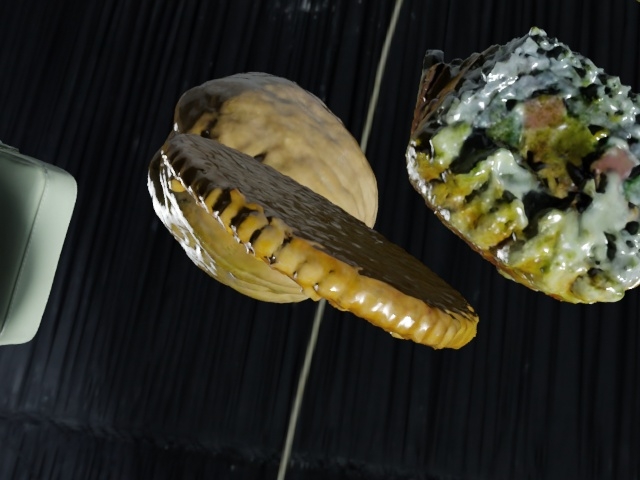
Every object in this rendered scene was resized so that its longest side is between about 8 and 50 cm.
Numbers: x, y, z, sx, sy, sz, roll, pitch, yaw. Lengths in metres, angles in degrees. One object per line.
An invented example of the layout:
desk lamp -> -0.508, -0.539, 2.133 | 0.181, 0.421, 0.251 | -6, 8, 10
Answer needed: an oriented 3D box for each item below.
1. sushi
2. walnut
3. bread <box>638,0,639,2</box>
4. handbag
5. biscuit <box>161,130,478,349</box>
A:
sushi -> 0.183, -0.072, 0.685 | 0.274, 0.184, 0.139 | 39, -178, 4
walnut -> -0.071, -0.065, 1.135 | 0.344, 0.306, 0.306 | 38, 161, 5
bread -> 0.290, -0.293, 0.692 | 0.267, 0.152, 0.130 | 18, 168, -17
handbag -> -0.436, -0.003, 1.007 | 0.219, 0.256, 0.079 | 18, 180, 20
biscuit -> 0.000, 0.000, 0.553 | 0.253, 0.035, 0.254 | 32, -172, -5
